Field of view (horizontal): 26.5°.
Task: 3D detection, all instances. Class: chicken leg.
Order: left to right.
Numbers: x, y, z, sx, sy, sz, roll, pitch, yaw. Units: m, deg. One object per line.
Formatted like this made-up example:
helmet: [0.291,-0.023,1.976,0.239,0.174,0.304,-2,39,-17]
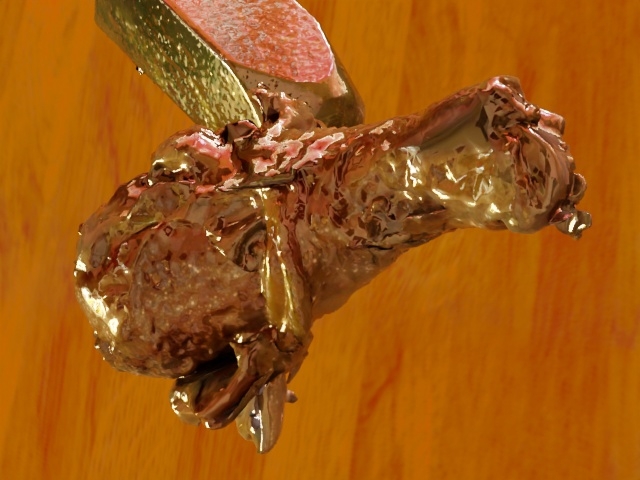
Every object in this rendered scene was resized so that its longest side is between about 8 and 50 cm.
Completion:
chicken leg: [-0.003,-0.006,0.487,0.196,0.080,0.125,-37,63,23]

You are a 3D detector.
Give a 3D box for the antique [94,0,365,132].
antique: [-0.060,-0.130,0.912,0.081,0.080,0.221,-28,56,-30]
